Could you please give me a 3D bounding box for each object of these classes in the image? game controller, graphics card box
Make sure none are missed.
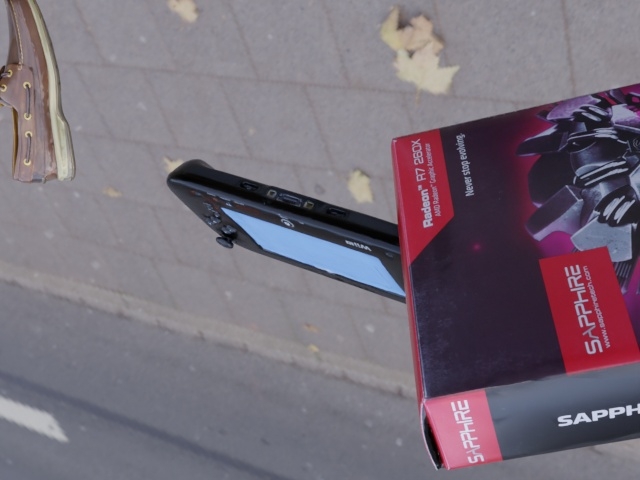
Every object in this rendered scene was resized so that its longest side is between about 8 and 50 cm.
[{"bbox_3d":[0.000,0.000,0.914,0.319,0.067,0.166,17,172,29],"label":"game controller"},{"bbox_3d":[0.236,0.000,0.607,0.370,0.233,0.094,-10,136,10],"label":"graphics card box"}]

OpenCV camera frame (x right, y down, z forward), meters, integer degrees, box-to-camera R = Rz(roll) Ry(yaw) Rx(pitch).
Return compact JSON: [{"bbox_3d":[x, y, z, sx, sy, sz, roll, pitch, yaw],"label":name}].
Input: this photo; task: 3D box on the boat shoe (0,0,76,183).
[{"bbox_3d":[-0.266,-0.137,0.860,0.064,0.060,0.178,-155,56,-68],"label":"boat shoe"}]
